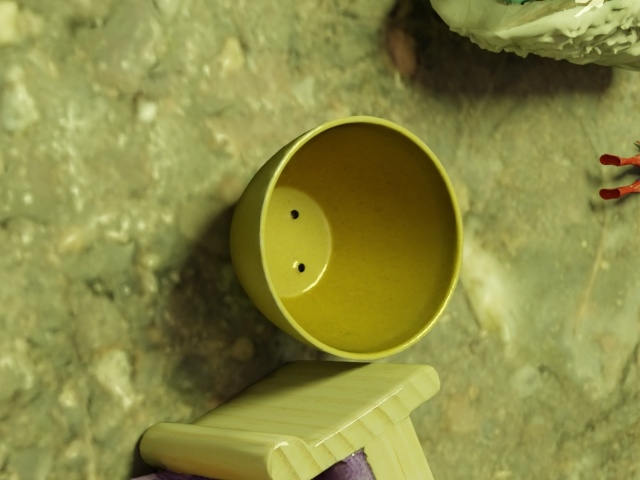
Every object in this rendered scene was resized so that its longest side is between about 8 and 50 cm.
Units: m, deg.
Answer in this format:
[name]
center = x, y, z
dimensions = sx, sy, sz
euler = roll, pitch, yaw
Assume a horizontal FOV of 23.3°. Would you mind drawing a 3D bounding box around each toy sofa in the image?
[toy sofa]
center = 0.021, 0.258, 0.862
dimensions = 0.177, 0.150, 0.362
euler = -28, 103, -31

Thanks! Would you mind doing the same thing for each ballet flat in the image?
[ballet flat]
center = 0.242, -0.188, 1.035
dimensions = 0.409, 0.147, 0.147
euler = -31, 104, -28

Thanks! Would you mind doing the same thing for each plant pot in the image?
[plant pot]
center = 0.000, 0.000, 0.890
dimensions = 0.134, 0.095, 0.134
euler = 1, 87, -32

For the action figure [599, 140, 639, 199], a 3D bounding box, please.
[action figure]
center = 0.237, -0.051, 1.079
dimensions = 0.115, 0.030, 0.038
euler = -9, 98, -37
